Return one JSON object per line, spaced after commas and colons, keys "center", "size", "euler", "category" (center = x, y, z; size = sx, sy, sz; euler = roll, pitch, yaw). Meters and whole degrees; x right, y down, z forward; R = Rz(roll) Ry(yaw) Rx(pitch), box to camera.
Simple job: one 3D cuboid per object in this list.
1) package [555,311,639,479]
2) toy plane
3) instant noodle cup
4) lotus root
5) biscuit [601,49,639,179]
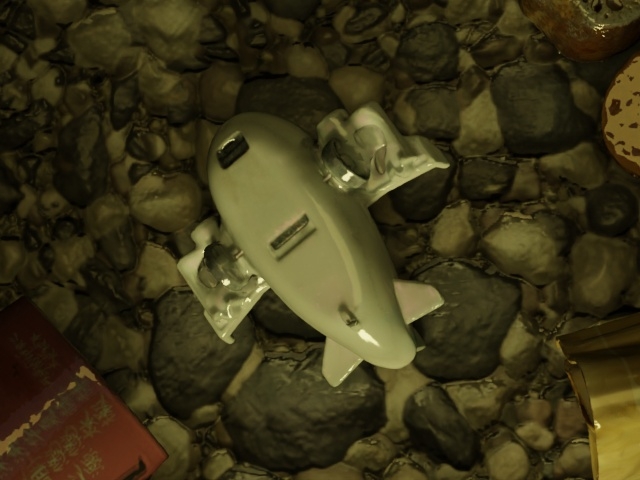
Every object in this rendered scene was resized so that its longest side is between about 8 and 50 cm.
{"center": [0.348, 0.083, 1.441], "size": [0.311, 0.221, 0.165], "euler": [-13, 61, 3], "category": "package"}
{"center": [-0.002, 0.000, 1.507], "size": [0.252, 0.118, 0.252], "euler": [2, 95, 20], "category": "toy plane"}
{"center": [-0.246, 0.169, 1.467], "size": [0.178, 0.235, 0.235], "euler": [-42, 81, -11], "category": "instant noodle cup"}
{"center": [0.231, -0.218, 1.534], "size": [0.112, 0.081, 0.122], "euler": [-42, 81, -8], "category": "lotus root"}
{"center": [0.392, -0.148, 1.521], "size": [0.339, 0.047, 0.216], "euler": [-28, 80, 3], "category": "biscuit"}
